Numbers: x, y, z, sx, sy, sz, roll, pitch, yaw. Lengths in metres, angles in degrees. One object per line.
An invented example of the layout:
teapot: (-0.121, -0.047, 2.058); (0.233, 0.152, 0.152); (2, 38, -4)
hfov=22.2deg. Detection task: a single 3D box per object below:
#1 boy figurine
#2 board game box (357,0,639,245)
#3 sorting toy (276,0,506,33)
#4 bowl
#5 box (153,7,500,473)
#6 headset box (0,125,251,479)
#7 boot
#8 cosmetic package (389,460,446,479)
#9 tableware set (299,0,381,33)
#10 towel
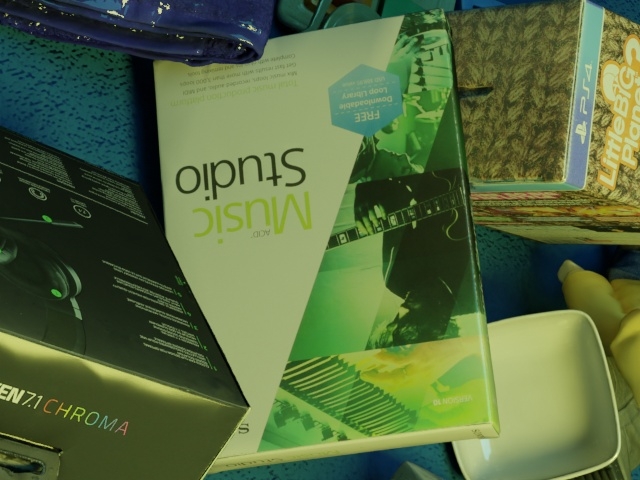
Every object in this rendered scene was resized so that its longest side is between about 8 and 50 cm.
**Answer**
boy figurine: (0.292, 0.062, 1.438); (0.177, 0.092, 0.285); (22, 20, 8)
board game box: (0.199, -0.087, 1.357); (0.291, 0.232, 0.141); (14, 81, -45)
sorting toy: (0.055, -0.235, 1.460); (0.347, 0.047, 0.196); (28, 58, -29)
bowl: (0.178, 0.138, 1.380); (0.053, 0.142, 0.142); (43, 36, -73)
box: (0.000, 0.000, 1.214); (0.058, 0.232, 0.322); (46, 36, -71)
headset box: (-0.204, 0.044, 0.980); (0.246, 0.131, 0.283); (22, 22, -35)
boot: (0.274, 0.194, 1.464); (0.161, 0.083, 0.246); (-1, 74, -45)
cosmetic package: (0.125, 0.262, 1.211); (0.117, 0.231, 0.085); (32, 92, -28)
tableware set: (-0.002, -0.108, 1.352); (0.128, 0.039, 0.194); (39, 69, -40)
towel: (-0.134, -0.284, 1.264); (0.227, 0.076, 0.308); (13, 66, -9)
